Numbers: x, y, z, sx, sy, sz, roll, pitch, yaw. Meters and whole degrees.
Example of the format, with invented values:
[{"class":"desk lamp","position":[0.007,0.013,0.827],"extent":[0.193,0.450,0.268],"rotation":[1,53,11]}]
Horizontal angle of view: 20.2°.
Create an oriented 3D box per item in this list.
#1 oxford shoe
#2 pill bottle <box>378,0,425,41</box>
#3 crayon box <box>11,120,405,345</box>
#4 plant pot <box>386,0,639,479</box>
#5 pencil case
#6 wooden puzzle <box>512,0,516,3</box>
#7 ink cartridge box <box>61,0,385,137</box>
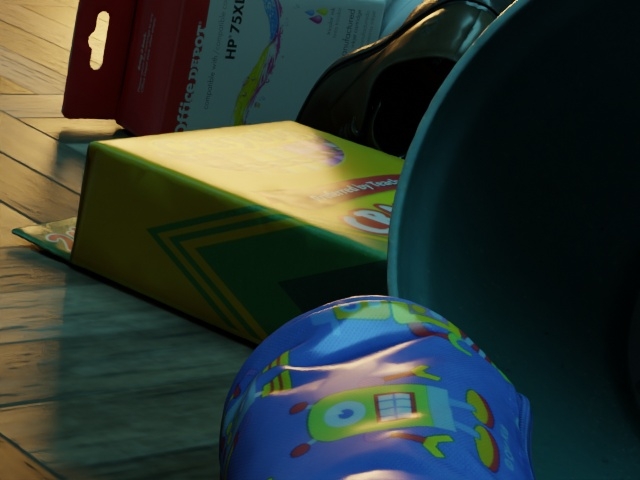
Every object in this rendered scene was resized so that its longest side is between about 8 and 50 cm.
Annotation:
[{"class":"oxford shoe","position":[0.035,-0.080,1.197],"extent":[0.083,0.227,0.096],"rotation":[37,44,-9]},{"class":"pill bottle","position":[0.111,-0.136,1.435],"extent":[0.108,0.108,0.193],"rotation":[-6,49,-47]},{"class":"crayon box","position":[0.000,0.000,1.060],"extent":[0.318,0.081,0.202],"rotation":[21,19,31]},{"class":"plant pot","position":[0.200,0.024,0.831],"extent":[0.293,0.293,0.196],"rotation":[20,-9,28]},{"class":"pencil case","position":[0.031,0.118,0.594],"extent":[0.133,0.119,0.306],"rotation":[-14,18,0]},{"class":"wooden puzzle","position":[0.215,-0.257,1.566],"extent":[0.221,0.044,0.238],"rotation":[0,-10,-18]},{"class":"ink cartridge box","position":[-0.074,-0.141,1.395],"extent":[0.231,0.134,0.078],"rotation":[0,20,-33]}]
